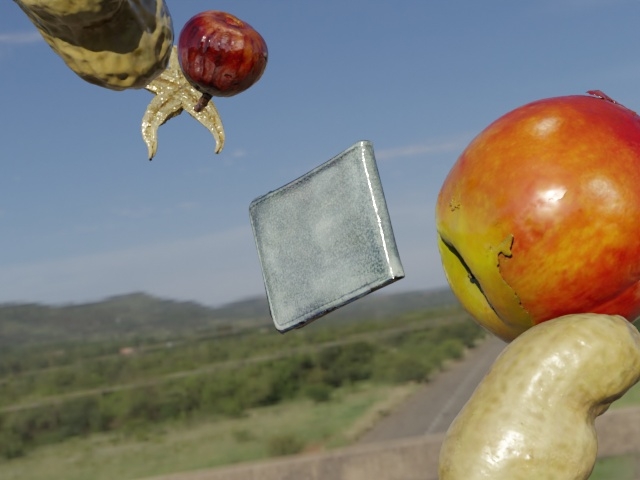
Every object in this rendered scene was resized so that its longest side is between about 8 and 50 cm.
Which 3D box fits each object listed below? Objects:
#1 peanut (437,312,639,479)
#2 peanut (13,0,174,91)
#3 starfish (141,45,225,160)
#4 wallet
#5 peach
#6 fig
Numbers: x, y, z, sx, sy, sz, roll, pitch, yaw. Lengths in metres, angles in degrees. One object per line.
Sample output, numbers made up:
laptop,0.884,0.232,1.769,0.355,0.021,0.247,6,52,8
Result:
peanut,0.217,0.169,1.226,0.137,0.253,0.122,30,-15,19
peanut,-0.255,-0.272,1.318,0.143,0.159,0.291,-21,-48,10
starfish,-0.251,-0.227,2.058,0.138,0.247,0.050,-24,-31,-7
wallet,0.002,0.000,1.423,0.036,0.167,0.222,0,-20,-41
peach,0.342,-0.029,1.731,0.370,0.370,0.370,-8,-4,-1
fig,-0.150,-0.253,1.743,0.150,0.128,0.128,-27,-11,21
